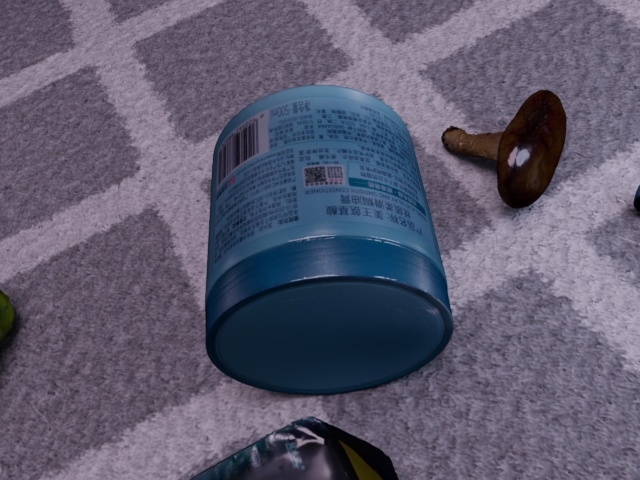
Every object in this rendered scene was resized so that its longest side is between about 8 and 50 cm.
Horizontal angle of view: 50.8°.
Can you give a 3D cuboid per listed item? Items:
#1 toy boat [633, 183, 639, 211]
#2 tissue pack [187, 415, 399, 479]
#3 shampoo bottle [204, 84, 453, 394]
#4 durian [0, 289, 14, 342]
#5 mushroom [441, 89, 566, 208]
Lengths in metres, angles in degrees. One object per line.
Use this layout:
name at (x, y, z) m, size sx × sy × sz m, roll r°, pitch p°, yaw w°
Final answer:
toy boat at (0.576, -0.019, 1.012) m, size 0.097 × 0.100 × 0.223 m, roll -33°, pitch 53°, yaw -22°
tissue pack at (0.017, 0.433, 0.717) m, size 0.253 × 0.264 × 0.417 m, roll -32°, pitch 53°, yaw 6°
shampoo bottle at (0.000, 0.000, 0.985) m, size 0.331 × 0.331 × 0.343 m, roll -10°, pitch 54°, yaw 6°
durian at (-0.672, 0.185, 1.103) m, size 0.255 × 0.204 × 0.340 m, roll 15°, pitch 50°, yaw 5°
mushroom at (0.298, -0.155, 1.170) m, size 0.217 × 0.148 × 0.227 m, roll 7°, pitch 46°, yaw 38°
